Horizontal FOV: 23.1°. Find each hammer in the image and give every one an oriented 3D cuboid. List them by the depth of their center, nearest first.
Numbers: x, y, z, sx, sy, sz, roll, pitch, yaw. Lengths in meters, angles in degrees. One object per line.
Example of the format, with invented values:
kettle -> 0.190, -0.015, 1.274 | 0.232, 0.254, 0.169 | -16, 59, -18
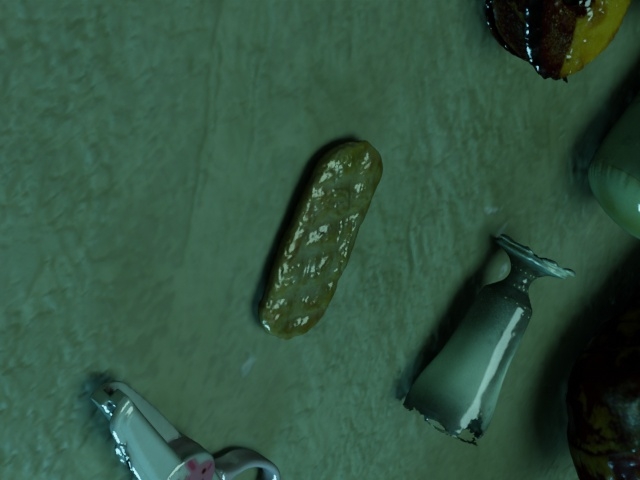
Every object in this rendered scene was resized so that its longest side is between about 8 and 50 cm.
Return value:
hammer -> 0.371, -0.031, 1.299 | 0.305, 0.113, 0.202 | 41, 83, -22

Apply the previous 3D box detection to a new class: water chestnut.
water chestnut -> 0.363, 0.154, 1.414 | 0.289, 0.244, 0.289 | -29, 134, -36

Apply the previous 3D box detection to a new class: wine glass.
wine glass -> 0.129, 0.075, 1.215 | 0.072, 0.072, 0.155 | 23, 97, -56

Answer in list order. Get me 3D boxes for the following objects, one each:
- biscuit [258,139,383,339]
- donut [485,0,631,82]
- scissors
biscuit -> 0.000, 0.000, 1.037 | 0.071, 0.018, 0.147 | 4, 112, -51
donut -> 0.163, -0.182, 1.063 | 0.140, 0.059, 0.140 | -30, 136, -34
scissors -> -0.094, 0.154, 1.029 | 0.118, 0.030, 0.242 | -48, 147, -16
